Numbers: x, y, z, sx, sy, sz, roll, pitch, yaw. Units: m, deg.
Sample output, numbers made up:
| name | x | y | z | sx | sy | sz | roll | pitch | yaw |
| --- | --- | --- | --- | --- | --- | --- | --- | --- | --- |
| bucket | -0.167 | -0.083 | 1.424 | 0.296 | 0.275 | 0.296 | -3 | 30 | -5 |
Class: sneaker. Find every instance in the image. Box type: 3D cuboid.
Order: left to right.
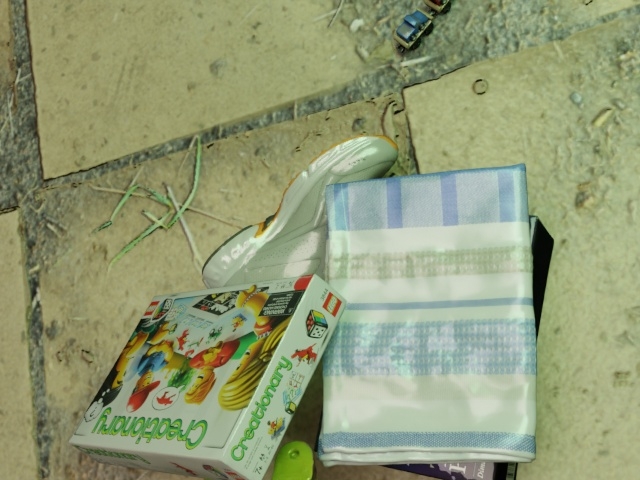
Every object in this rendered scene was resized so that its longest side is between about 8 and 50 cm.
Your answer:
| name | x | y | z | sx | sy | sz | roll | pitch | yaw |
| --- | --- | --- | --- | --- | --- | --- | --- | --- | --- |
| sneaker | 0.000 | 0.000 | 1.071 | 0.262 | 0.099 | 0.121 | -43 | 73 | 14 |

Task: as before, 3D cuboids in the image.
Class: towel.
| name | x | y | z | sx | sy | sz | roll | pitch | yaw |
| --- | --- | --- | --- | --- | --- | --- | --- | --- | --- |
| towel | 0.096 | 0.070 | 0.930 | 0.209 | 0.034 | 0.285 | -4 | 74 | 20 |

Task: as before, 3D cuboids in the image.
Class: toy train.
| name | x | y | z | sx | sy | sz | roll | pitch | yaw |
| --- | --- | --- | --- | --- | --- | --- | --- | --- | --- |
| toy train | 0.137 | -0.277 | 1.110 | 0.027 | 0.036 | 0.158 | 41 | 93 | 25 |

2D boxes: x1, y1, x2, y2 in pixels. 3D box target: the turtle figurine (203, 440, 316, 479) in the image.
| name | x | y | z | sx | sy | sz | roll | pitch | yaw |
| --- | --- | --- | --- | --- | --- | --- | --- | --- | --- |
| turtle figurine | -0.013 | 0.286 | 0.959 | 0.269 | 0.217 | 0.087 | 6 | 42 | 33 |

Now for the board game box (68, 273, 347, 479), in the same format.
| name | x | y | z | sx | sy | sz | roll | pitch | yaw |
| --- | --- | --- | --- | --- | --- | --- | --- | --- | --- |
| board game box | -0.121 | 0.136 | 0.984 | 0.305 | 0.053 | 0.193 | -11 | 45 | 51 |

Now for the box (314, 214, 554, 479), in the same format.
| name | x | y | z | sx | sy | sz | roll | pitch | yaw |
| --- | --- | --- | --- | --- | --- | --- | --- | --- | --- |
| box | 0.116 | 0.101 | 0.989 | 0.184 | 0.103 | 0.261 | 6 | 79 | 25 |
